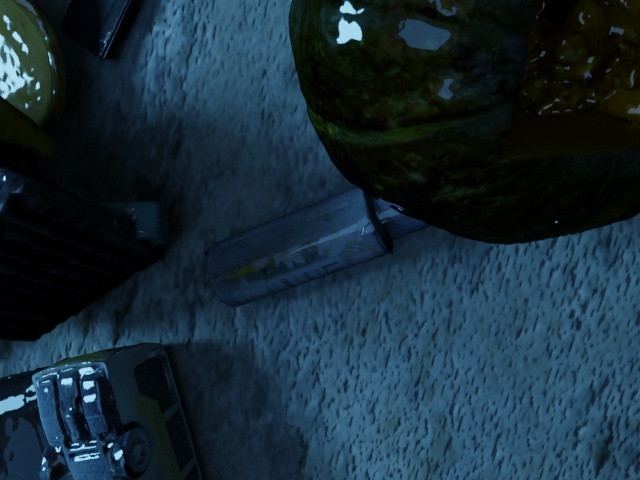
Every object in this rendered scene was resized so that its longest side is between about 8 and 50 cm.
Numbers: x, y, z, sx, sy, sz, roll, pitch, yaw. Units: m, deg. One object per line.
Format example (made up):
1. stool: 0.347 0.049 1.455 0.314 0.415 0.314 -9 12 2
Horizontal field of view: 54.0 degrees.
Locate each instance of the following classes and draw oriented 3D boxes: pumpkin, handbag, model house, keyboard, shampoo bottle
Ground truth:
1. pumpkin: 0.133 -0.144 0.396 0.320 0.192 0.321 -7 118 -13
2. handbag: -0.323 0.273 0.693 0.222 0.080 0.247 -19 92 10
3. model house: -0.280 -0.038 0.532 0.248 0.280 0.230 -9 79 3
4. keyboard: -0.179 -0.290 0.606 0.072 0.023 0.231 37 107 17
5. shampoo bottle: 0.000 0.000 0.566 0.213 0.072 0.072 -20 91 20

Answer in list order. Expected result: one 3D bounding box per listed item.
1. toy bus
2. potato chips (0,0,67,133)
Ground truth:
1. toy bus: -0.171 0.270 0.624 0.097 0.138 0.343 -14 95 18
2. potato chips: -0.329 -0.196 0.643 0.208 0.062 0.195 25 121 12
